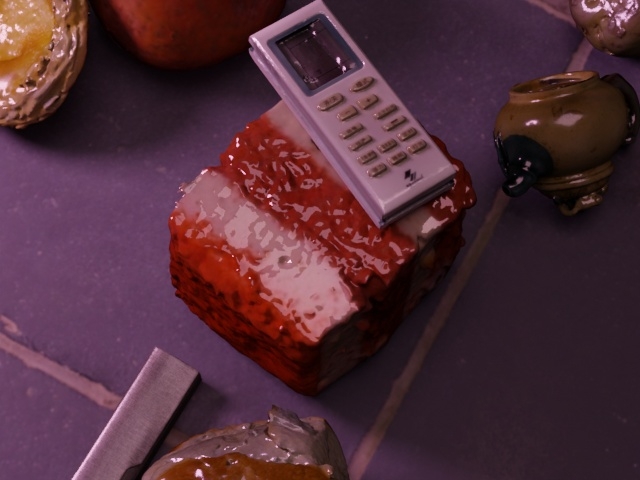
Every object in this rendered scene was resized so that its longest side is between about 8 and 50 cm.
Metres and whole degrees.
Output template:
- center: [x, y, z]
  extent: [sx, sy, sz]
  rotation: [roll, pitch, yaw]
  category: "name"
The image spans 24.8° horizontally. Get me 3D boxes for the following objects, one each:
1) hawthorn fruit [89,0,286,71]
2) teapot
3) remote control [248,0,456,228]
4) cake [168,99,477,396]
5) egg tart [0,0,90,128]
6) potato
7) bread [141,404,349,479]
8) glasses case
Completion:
- center: [-0.183, -0.390, 1.924]
  extent: [0.276, 0.307, 0.276]
  rotation: [-1, 54, 2]
  category: "hawthorn fruit"
- center: [0.332, -0.126, 1.914]
  extent: [0.269, 0.173, 0.182]
  rotation: [-22, 105, -35]
  category: "teapot"
- center: [0.034, -0.150, 1.668]
  extent: [0.103, 0.055, 0.277]
  rotation: [-31, 70, -15]
  category: "remote control"
- center: [0.000, 0.000, 1.779]
  extent: [0.270, 0.269, 0.319]
  rotation: [41, 72, 16]
  category: "cake"
- center: [-0.400, -0.287, 1.933]
  extent: [0.288, 0.118, 0.288]
  rotation: [-2, 87, 30]
  category: "egg tart"
- center: [0.424, -0.376, 2.010]
  extent: [0.165, 0.165, 0.262]
  rotation: [0, 71, -1]
  category: "potato"
- center: [-0.063, 0.336, 1.659]
  extent: [0.250, 0.225, 0.279]
  rotation: [-17, 78, -2]
  category: "bread"
- center: [-0.229, 0.235, 1.795]
  extent: [0.071, 0.047, 0.205]
  rotation: [28, 69, 9]
  category: "glasses case"
